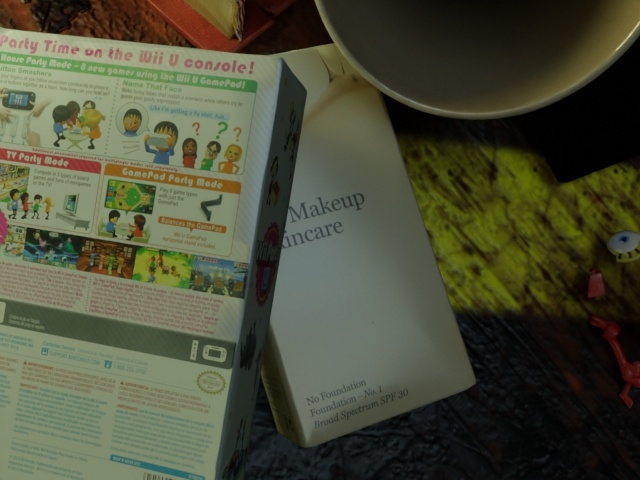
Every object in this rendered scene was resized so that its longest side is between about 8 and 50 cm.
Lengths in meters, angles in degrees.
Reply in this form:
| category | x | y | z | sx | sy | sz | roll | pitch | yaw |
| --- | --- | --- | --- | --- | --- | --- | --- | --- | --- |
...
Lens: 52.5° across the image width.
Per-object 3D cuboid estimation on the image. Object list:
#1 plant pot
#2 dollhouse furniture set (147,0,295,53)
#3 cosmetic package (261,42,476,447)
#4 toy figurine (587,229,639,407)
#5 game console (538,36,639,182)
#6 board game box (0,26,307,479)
| category | x | y | z | sx | sy | sz | roll | pitch | yaw |
| --- | --- | --- | --- | --- | --- | --- | --- | --- | --- |
| plant pot | 0.133 | -0.273 | 0.562 | 0.256 | 0.274 | 0.256 | 4 | 120 | 6 |
| dollhouse furniture set | -0.166 | -0.358 | 0.550 | 0.374 | 0.201 | 0.152 | 41 | 73 | 2 |
| cosmetic package | 0.000 | 0.000 | 0.569 | 0.160 | 0.113 | 0.309 | -17 | 86 | -16 |
| toy figurine | 0.413 | 0.066 | 0.527 | 0.362 | 0.217 | 0.191 | -8 | 90 | 22 |
| game console | 0.314 | -0.229 | 0.604 | 0.213 | 0.361 | 0.044 | -21 | 43 | -11 |
| board game box | -0.145 | 0.017 | 0.464 | 0.224 | 0.097 | 0.303 | 9 | 91 | 10 |
